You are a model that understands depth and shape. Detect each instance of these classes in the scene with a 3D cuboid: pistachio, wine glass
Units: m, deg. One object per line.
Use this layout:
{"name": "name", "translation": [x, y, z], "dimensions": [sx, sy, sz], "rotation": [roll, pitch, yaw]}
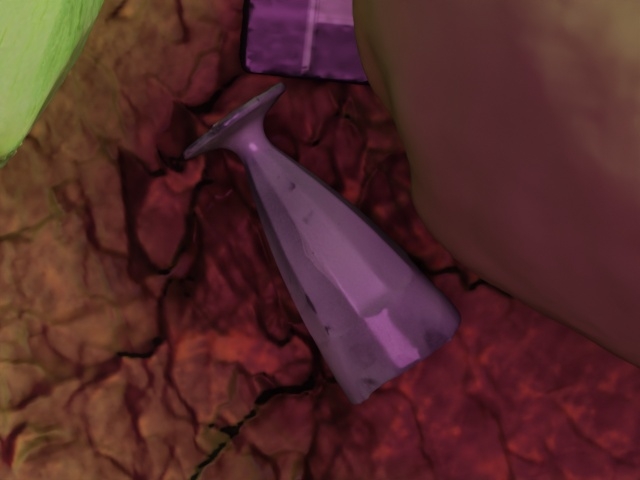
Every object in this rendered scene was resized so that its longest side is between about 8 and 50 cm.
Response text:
{"name": "pistachio", "translation": [0.237, -0.078, 0.700], "dimensions": [0.446, 0.281, 0.365], "rotation": [8, 127, 12]}
{"name": "wine glass", "translation": [0.000, 0.000, 0.824], "dimensions": [0.073, 0.073, 0.155], "rotation": [-36, 90, 3]}

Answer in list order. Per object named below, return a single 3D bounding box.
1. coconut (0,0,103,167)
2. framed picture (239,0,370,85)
{"name": "coconut", "translation": [-0.216, -0.167, 0.706], "dimensions": [0.328, 0.281, 0.328], "rotation": [-9, 73, 30]}
{"name": "framed picture", "translation": [0.140, -0.193, 0.805], "dimensions": [0.347, 0.016, 0.265], "rotation": [5, 106, 1]}
